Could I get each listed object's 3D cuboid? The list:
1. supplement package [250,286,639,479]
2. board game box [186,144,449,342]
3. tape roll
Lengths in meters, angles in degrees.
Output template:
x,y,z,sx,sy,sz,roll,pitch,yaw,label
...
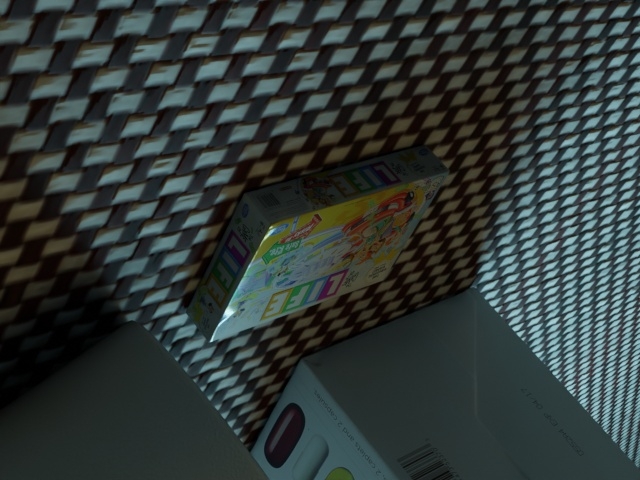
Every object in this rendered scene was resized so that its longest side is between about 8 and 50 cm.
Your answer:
x,y,z,sx,sy,sz,roll,pitch,yaw,label
0.107,0.199,1.032,0.204,0.262,0.145,-18,147,-40,supplement package
0.000,0.000,0.819,0.154,0.026,0.103,-18,148,-42,board game box
-0.100,0.187,0.726,0.169,0.246,0.246,-36,156,-13,tape roll
